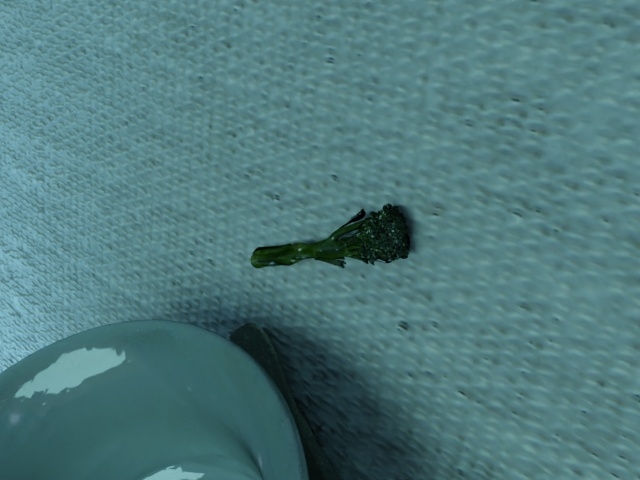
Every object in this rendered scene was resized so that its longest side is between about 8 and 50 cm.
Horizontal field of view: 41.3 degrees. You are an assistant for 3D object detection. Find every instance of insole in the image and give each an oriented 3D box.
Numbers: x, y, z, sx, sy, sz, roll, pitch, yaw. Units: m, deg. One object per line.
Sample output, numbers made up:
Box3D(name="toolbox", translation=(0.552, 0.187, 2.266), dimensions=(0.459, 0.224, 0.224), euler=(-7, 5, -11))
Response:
Box3D(name="insole", translation=(-0.017, 0.147, 0.584), dimensions=(0.063, 0.010, 0.192), euler=(-30, 80, 47))

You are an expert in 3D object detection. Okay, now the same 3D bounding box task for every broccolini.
Box3D(name="broccolini", translation=(0.000, 0.000, 0.518), dimensions=(0.140, 0.030, 0.035), euler=(-5, 89, 52))

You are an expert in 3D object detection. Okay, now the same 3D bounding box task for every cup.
Box3D(name="cup", translation=(-0.131, 0.235, 0.528), dimensions=(0.347, 0.347, 0.163), euler=(20, 154, 42))
